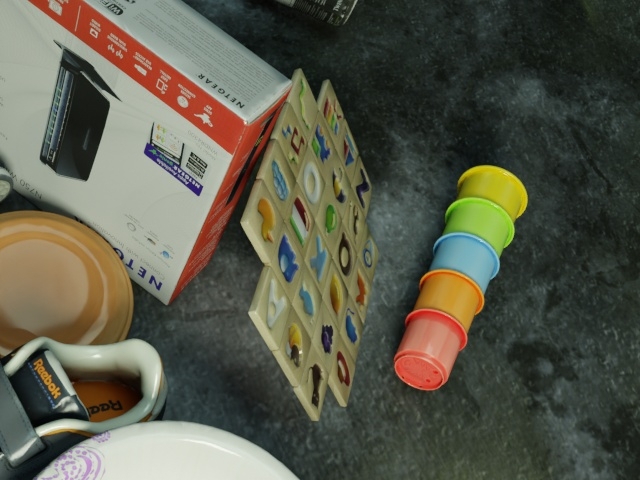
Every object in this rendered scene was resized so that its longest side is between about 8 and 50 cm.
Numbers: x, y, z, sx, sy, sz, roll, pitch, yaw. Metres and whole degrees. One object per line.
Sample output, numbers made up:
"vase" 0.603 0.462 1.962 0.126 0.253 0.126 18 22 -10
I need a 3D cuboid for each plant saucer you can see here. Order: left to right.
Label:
"plant saucer" -0.282 0.054 0.961 0.199 0.037 0.200 11 59 -18

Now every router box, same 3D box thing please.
"router box" -0.224 -0.133 0.975 0.335 0.301 0.082 36 48 5

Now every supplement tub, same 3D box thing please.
"supplement tub" -0.034 -0.394 1.394 0.190 0.117 0.117 22 48 -10

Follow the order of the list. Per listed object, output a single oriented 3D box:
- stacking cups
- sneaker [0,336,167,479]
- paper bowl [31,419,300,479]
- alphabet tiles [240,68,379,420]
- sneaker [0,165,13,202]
"stacking cups" 0.160 0.038 1.171 0.096 0.096 0.316 32 50 1
"sneaker" -0.279 0.164 0.830 0.321 0.127 0.126 -20 58 -35
"paper bowl" -0.129 0.302 0.782 0.284 0.148 0.284 13 51 -16
"alphabet tiles" 0.000 0.000 1.031 0.011 0.285 0.343 -5 44 22
"sneaker" -0.441 -0.093 0.985 0.226 0.086 0.163 -10 62 -30
